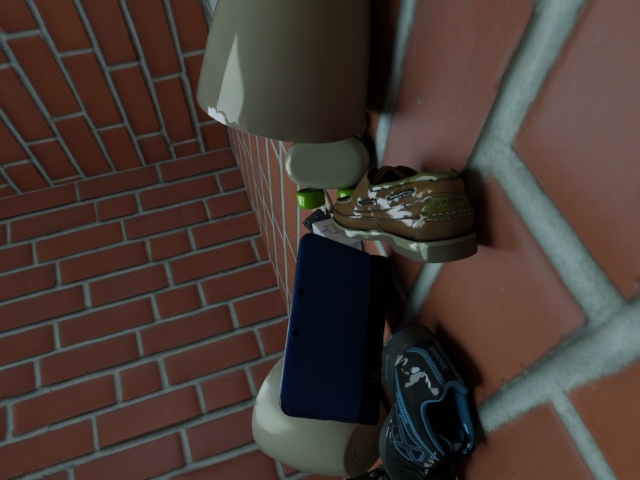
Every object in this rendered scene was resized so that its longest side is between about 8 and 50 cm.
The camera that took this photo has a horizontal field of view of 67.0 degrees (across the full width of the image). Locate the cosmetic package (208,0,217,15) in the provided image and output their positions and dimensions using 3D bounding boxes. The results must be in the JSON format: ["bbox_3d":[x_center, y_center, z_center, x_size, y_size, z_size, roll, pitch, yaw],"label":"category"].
[{"bbox_3d":[-0.124,-0.538,0.832,0.155,0.197,0.366,122,130,-73],"label":"cosmetic package"}]

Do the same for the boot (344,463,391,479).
[{"bbox_3d":[0.087,0.628,1.122,0.377,0.284,0.138,115,138,-74],"label":"boot"}]

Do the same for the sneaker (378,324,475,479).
[{"bbox_3d":[0.165,0.306,0.744,0.139,0.125,0.341,-133,29,-63],"label":"sneaker"}]

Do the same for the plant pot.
[{"bbox_3d":[-0.034,-0.313,0.660,0.256,0.256,0.274,-118,32,-47],"label":"plant pot"}]

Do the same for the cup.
[{"bbox_3d":[0.031,0.447,1.207,0.237,0.331,0.331,19,129,44],"label":"cup"}]

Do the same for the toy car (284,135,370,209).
[{"bbox_3d":[0.025,-0.160,0.890,0.188,0.149,0.155,-59,-36,-65],"label":"toy car"}]

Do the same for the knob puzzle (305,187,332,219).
[{"bbox_3d":[-0.018,-0.116,1.286,0.213,0.030,0.213,164,90,-79],"label":"knob puzzle"}]

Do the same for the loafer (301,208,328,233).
[{"bbox_3d":[0.000,0.000,1.235,0.062,0.061,0.170,44,160,56],"label":"loafer"}]

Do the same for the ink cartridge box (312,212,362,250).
[{"bbox_3d":[0.036,0.022,1.113,0.198,0.067,0.115,-129,26,-63],"label":"ink cartridge box"}]

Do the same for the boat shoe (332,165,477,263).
[{"bbox_3d":[0.101,-0.053,0.655,0.307,0.110,0.104,19,120,64],"label":"boat shoe"}]

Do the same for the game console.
[{"bbox_3d":[0.024,0.167,0.867,0.250,0.173,0.293,108,170,-70],"label":"game console"}]
